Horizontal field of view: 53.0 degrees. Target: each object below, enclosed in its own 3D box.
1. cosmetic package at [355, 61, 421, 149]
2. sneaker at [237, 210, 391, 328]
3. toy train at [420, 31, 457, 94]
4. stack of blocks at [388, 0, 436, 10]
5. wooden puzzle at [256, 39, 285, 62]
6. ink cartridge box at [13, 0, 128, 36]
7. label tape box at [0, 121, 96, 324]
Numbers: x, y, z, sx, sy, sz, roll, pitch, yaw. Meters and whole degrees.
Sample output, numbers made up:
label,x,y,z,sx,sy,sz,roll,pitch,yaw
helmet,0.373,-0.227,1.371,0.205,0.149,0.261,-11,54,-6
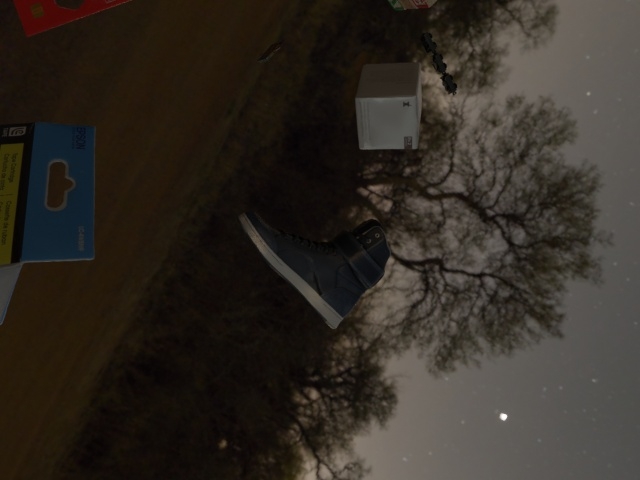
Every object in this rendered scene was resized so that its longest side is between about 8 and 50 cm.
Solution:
label,x,y,z,sx,sy,sz,roll,pitch,yaw
cosmetic package,0.176,-0.342,1.627,0.183,0.152,0.151,-75,162,-48
sneaker,0.000,0.000,0.955,0.163,0.226,0.086,-44,-162,1
toy train,0.273,-0.407,1.484,0.027,0.158,0.036,-34,-163,-6
stack of blocks,0.078,-0.514,1.032,0.087,0.297,0.171,-47,-154,0
wooden puzzle,-0.099,-0.369,1.258,0.049,0.006,0.083,-51,-153,-12
ink cartridge box,-0.507,-0.546,1.191,0.066,0.297,0.261,-39,118,-63
label tape box,-0.437,-0.018,0.743,0.115,0.348,0.249,100,-21,-45
